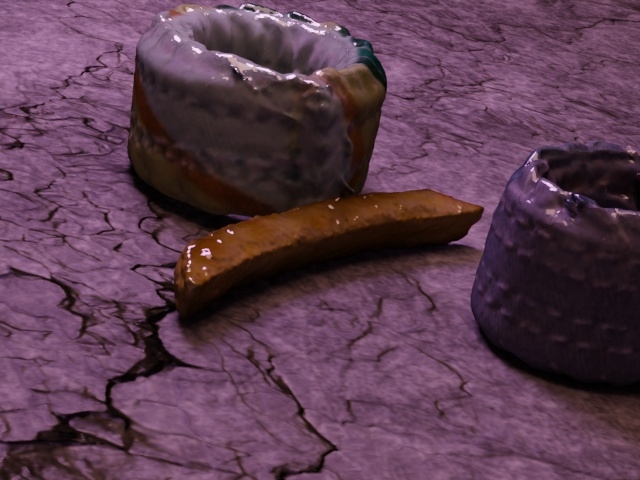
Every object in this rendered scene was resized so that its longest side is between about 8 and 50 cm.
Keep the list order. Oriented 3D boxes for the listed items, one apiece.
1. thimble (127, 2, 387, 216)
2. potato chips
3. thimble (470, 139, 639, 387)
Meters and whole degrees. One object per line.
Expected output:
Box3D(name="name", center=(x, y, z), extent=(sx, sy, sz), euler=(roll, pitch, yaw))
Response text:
Box3D(name="thimble", center=(-0.062, -0.130, 1.577), extent=(0.254, 0.167, 0.288), euler=(-1, 25, -24))
Box3D(name="potato chips", center=(0.000, 0.000, 1.441), extent=(0.407, 0.057, 0.080), euler=(-14, 46, -46))
Box3D(name="thimble", center=(0.255, 0.014, 1.385), extent=(0.236, 0.172, 0.205), euler=(-7, 32, -40))
